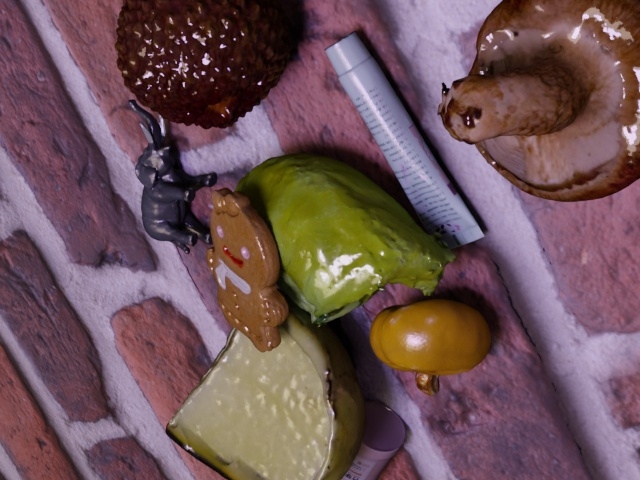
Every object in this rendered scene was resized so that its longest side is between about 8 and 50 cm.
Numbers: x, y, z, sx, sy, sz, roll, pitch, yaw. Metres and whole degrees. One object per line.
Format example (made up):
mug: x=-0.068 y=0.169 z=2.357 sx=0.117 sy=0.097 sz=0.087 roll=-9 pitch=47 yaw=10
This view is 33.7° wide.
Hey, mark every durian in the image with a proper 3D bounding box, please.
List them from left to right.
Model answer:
durian: x=0.000 y=0.000 z=1.512 sx=0.340 sy=0.204 sz=0.256 roll=45 pitch=139 yaw=13

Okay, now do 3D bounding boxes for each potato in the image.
potato: x=-0.031 y=0.267 z=1.666 sx=0.280 sy=0.213 sz=0.330 roll=46 pitch=116 yaw=27

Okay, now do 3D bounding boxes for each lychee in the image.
lychee: x=-0.168 y=-0.292 z=1.455 sx=0.271 sy=0.271 sz=0.271 roll=20 pitch=127 yaw=29

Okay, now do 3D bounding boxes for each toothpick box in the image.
toothpick box: x=0.069 y=0.348 z=1.746 sx=0.098 sy=0.098 sz=0.149 roll=39 pitch=133 yaw=13

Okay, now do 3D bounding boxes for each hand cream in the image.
hand cream: x=0.109 y=-0.130 z=1.444 sx=0.085 sy=0.058 sz=0.331 roll=-23 pitch=100 yaw=43

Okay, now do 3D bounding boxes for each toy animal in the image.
toy animal: x=-0.243 y=-0.096 z=1.733 sx=0.137 sy=0.082 sz=0.269 roll=14 pitch=125 yaw=31

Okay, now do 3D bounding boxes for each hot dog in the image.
hot dog: x=0.162 y=0.205 z=1.627 sx=0.030 sy=0.034 sz=0.090 roll=17 pitch=126 yaw=32

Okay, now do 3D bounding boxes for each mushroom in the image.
mushroom: x=0.275 y=-0.152 z=1.211 sx=0.267 sy=0.254 sz=0.267 roll=23 pitch=154 yaw=12

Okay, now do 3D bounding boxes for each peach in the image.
peach: x=0.157 y=0.139 z=1.504 sx=0.179 sy=0.179 sz=0.103 roll=-1 pitch=76 yaw=39

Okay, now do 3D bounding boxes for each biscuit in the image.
biscuit: x=-0.109 y=0.044 z=1.502 sx=0.184 sy=0.035 sz=0.249 roll=39 pitch=141 yaw=38
